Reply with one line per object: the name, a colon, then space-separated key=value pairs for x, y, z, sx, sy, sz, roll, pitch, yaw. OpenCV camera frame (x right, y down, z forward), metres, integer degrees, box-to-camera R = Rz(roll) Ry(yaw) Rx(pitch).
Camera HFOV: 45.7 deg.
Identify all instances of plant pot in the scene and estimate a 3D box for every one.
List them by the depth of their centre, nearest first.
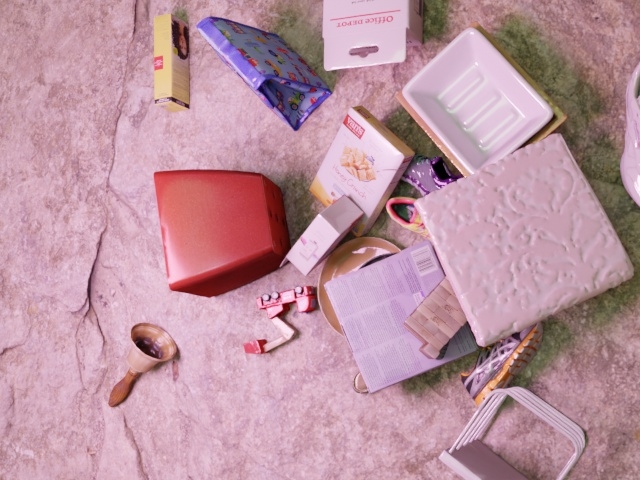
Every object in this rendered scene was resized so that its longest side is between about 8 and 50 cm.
plant pot: x=0.107 y=0.111 z=1.698 sx=0.236 sy=0.032 sz=0.237 roll=-2 pitch=84 yaw=23
plant pot: x=-0.207 y=-0.027 z=1.743 sx=0.235 sy=0.267 sz=0.267 roll=-11 pitch=80 yaw=9

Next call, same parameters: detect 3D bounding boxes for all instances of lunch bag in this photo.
lunch bag: x=-0.139 y=-0.397 z=1.715 sx=0.138 sy=0.293 sz=0.221 roll=-46 pitch=69 yaw=13

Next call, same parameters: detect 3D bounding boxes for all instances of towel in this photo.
towel: x=0.386 y=-0.003 z=1.462 sx=0.331 sy=0.053 sz=0.317 roll=-25 pitch=81 yaw=-4

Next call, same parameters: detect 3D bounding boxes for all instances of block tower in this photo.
block tower: x=0.299 y=0.083 z=1.523 sx=0.097 sy=0.091 sz=0.335 roll=41 pitch=84 yaw=7

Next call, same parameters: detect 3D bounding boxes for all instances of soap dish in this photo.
soap dish: x=0.334 y=-0.275 z=1.589 sx=0.229 sy=0.118 sz=0.291 roll=-42 pitch=70 yaw=15

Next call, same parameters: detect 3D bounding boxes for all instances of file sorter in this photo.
file sorter: x=0.376 y=0.386 z=1.421 sx=0.192 sy=0.277 sz=0.173 roll=36 pitch=95 yaw=23

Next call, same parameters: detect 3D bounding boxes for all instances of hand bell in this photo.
hand bell: x=-0.476 y=0.334 z=1.909 sx=0.126 sy=0.126 sz=0.242 roll=46 pitch=115 yaw=21

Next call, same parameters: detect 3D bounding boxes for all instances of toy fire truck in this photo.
toy fire truck: x=-0.093 y=0.187 z=1.771 sx=0.191 sy=0.047 sz=0.135 roll=-14 pitch=80 yaw=21

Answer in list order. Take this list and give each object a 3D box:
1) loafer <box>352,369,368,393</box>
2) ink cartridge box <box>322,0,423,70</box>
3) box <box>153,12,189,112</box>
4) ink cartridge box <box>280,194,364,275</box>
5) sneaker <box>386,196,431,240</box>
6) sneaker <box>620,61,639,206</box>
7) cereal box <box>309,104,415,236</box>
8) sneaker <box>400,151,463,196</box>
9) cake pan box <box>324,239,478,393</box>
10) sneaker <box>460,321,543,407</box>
loafer: x=0.124 y=0.283 z=1.662 sx=0.148 sy=0.050 sz=0.056 roll=-41 pitch=69 yaw=14
ink cartridge box: x=0.121 y=-0.546 z=1.710 sx=0.207 sy=0.119 sz=0.354 roll=0 pitch=84 yaw=23
box: x=-0.381 y=-0.453 z=1.943 sx=0.058 sy=0.087 sz=0.233 roll=-4 pitch=84 yaw=24
ink cartridge box: x=0.000 y=0.000 z=1.686 sx=0.067 sy=0.115 sz=0.198 roll=44 pitch=132 yaw=5
sneaker: x=0.229 y=-0.041 z=1.625 sx=0.208 sy=0.094 sz=0.082 roll=19 pitch=91 yaw=23
sneaker: x=0.623 y=-0.198 z=1.436 sx=0.114 sy=0.152 sz=0.305 roll=-6 pitch=84 yaw=21
cereal box: x=0.086 y=-0.151 z=1.672 sx=0.173 sy=0.047 sz=0.240 roll=45 pitch=130 yaw=22
sneaker: x=0.222 y=-0.163 z=1.624 sx=0.223 sy=0.083 sz=0.098 roll=42 pitch=138 yaw=26
cake pan box: x=0.165 y=0.156 z=1.602 sx=0.245 sy=0.070 sz=0.267 roll=-24 pitch=81 yaw=0
sneaker: x=0.368 y=0.238 z=1.545 sx=0.215 sy=0.084 sz=0.083 roll=-51 pitch=53 yaw=6
